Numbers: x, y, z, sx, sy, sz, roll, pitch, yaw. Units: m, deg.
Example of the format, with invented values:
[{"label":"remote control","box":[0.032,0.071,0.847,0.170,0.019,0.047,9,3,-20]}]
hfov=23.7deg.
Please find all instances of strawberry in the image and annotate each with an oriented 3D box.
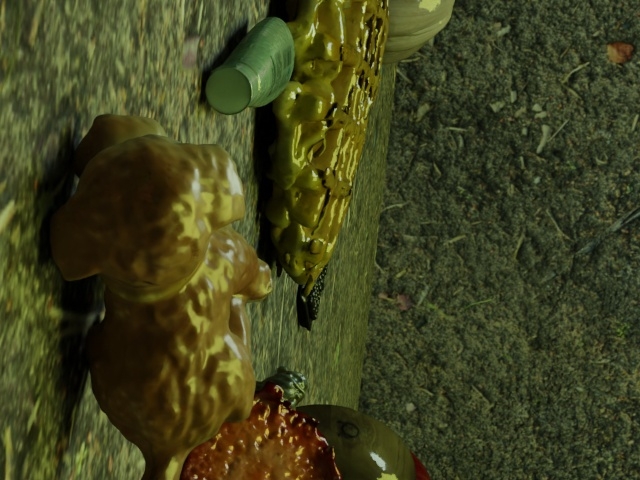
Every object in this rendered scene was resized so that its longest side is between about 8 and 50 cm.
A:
[{"label":"strawberry","box":[-0.053,0.183,1.130,0.086,0.145,0.145,126,-25,-64]}]

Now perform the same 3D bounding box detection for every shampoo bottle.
[{"label":"shampoo bottle","box":[-0.053,-0.129,1.185,0.190,0.041,0.069,-63,165,-73]}]

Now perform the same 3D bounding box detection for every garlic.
[{"label":"garlic","box":[0.105,-0.342,1.984,0.228,0.152,0.228,11,90,-81]}]

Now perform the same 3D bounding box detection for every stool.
[{"label":"stool","box":[-0.008,0.308,1.464,0.264,0.179,0.179,-75,170,-55]}]

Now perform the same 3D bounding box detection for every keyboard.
[{"label":"keyboard","box":[0.000,0.000,1.962,0.093,0.025,0.230,82,15,-59]}]

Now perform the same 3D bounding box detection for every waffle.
[{"label":"waffle","box":[0.005,-0.154,1.552,0.379,0.095,0.382,93,9,-50]}]

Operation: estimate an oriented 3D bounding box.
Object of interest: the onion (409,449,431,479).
[{"label":"onion","box":[0.030,0.336,1.701,0.161,0.248,0.248,50,44,-58]}]

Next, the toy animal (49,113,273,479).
[{"label":"toy animal","box":[-0.085,0.042,0.779,0.185,0.104,0.184,94,4,-63]}]

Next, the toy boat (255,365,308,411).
[{"label":"toy boat","box":[-0.073,0.257,1.224,0.121,0.089,0.321,52,46,-75]}]
